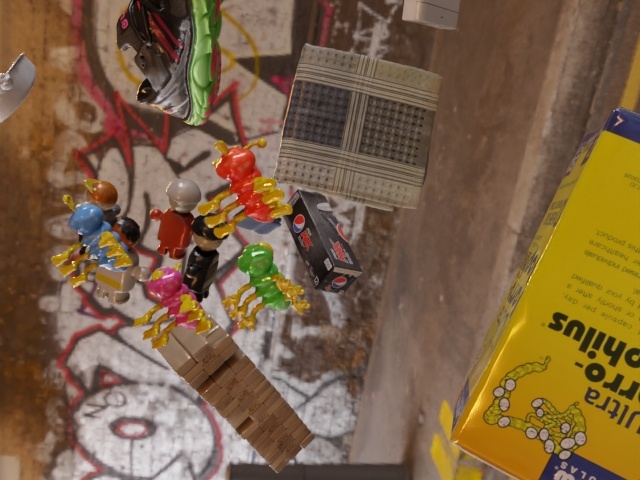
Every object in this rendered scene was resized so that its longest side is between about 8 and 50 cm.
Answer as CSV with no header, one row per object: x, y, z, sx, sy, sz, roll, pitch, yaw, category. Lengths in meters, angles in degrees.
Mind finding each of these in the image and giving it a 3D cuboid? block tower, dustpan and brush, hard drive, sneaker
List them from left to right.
-0.448,-0.213,0.926,0.211,0.060,0.147,19,70,48,dustpan and brush
-0.288,-0.416,1.236,0.483,0.202,0.185,104,174,-47,sneaker
-0.123,0.243,1.039,0.097,0.091,0.335,35,162,46,block tower
0.239,-0.605,1.288,0.233,0.047,0.353,-22,-59,-58,hard drive

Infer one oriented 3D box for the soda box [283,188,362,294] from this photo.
0.000,0.000,1.002,0.053,0.060,0.169,-52,45,30,soda box

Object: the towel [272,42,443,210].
0.086,-0.237,1.413,0.056,0.324,0.312,152,130,-83,towel

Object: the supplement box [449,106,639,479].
0.300,0.075,0.687,0.357,0.195,0.194,-66,-12,6,supplement box

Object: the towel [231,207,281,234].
-0.150,-0.046,1.550,0.067,0.119,0.029,-31,63,26,towel

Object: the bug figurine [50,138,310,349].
-0.139,0.011,0.719,0.072,0.279,0.216,-76,-35,-57,bug figurine

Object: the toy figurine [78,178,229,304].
-0.267,-0.009,1.041,0.213,0.209,0.148,50,130,49,toy figurine
